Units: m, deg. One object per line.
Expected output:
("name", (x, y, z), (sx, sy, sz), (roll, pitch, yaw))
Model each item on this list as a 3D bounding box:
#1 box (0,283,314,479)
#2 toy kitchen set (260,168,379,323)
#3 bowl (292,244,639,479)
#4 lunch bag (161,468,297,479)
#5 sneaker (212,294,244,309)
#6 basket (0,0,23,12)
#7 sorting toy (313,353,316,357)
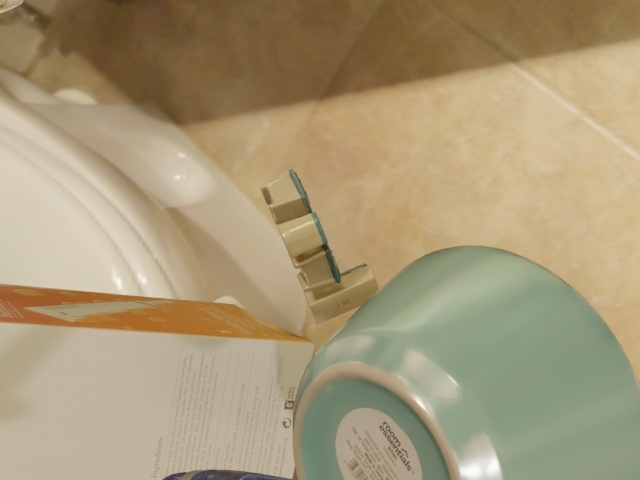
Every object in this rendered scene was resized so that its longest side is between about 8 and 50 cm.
("box", (-0.215, 0.155, 1.061), (0.215, 0.346, 0.168), (17, 98, 59))
("toy kitchen set", (0.000, 0.000, 1.664), (0.122, 0.207, 0.166), (-22, 43, -3))
("bowl", (0.094, 0.171, 0.819), (0.312, 0.163, 0.311), (14, 110, 42))
("lunch bag", (-0.051, 0.168, 0.502), (0.065, 0.067, 0.098), (-10, 66, 35))
("sneaker", (-0.211, 0.227, 1.682), (0.106, 0.123, 0.290), (36, 119, 21))
("basket", (-0.328, -0.257, 0.791), (0.113, 0.103, 0.167), (3, 110, 46))
("sorting toy", (0.037, 0.274, 1.744), (0.229, 0.307, 0.041), (36, 110, 31))
